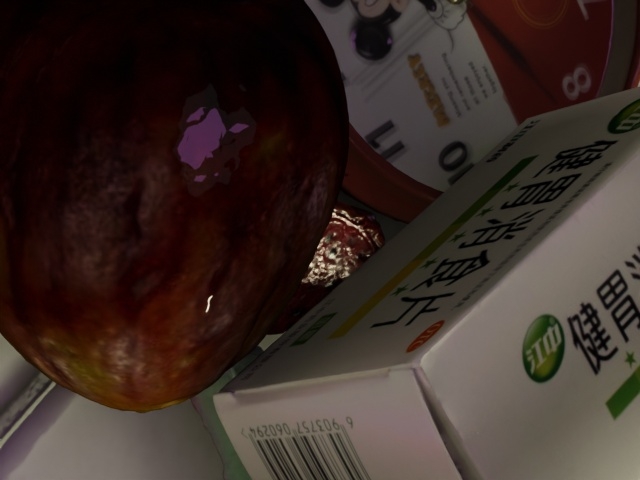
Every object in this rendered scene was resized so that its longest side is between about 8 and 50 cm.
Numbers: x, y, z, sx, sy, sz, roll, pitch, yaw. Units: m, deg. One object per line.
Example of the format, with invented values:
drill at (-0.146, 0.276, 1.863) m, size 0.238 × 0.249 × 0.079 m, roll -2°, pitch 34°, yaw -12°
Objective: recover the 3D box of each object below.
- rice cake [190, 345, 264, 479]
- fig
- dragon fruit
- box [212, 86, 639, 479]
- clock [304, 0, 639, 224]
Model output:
rice cake at (-0.001, 0.197, 0.982) m, size 0.290 × 0.051 × 0.081 m, roll 64°, pitch 27°, yaw -9°
fig at (-0.094, -0.038, 0.856) m, size 0.224 × 0.224 × 0.263 m, roll 10°, pitch 86°, yaw -29°
dragon fruit at (-0.003, -0.001, 1.008) m, size 0.131 × 0.063 × 0.097 m, roll -6°, pitch 117°, yaw -38°
box at (0.125, 0.045, 0.896) m, size 0.333 × 0.173 × 0.145 m, roll -39°, pitch 107°, yaw -35°
clock at (0.084, -0.164, 1.050) m, size 0.318 × 0.080 × 0.318 m, roll 0°, pitch 90°, yaw -32°
